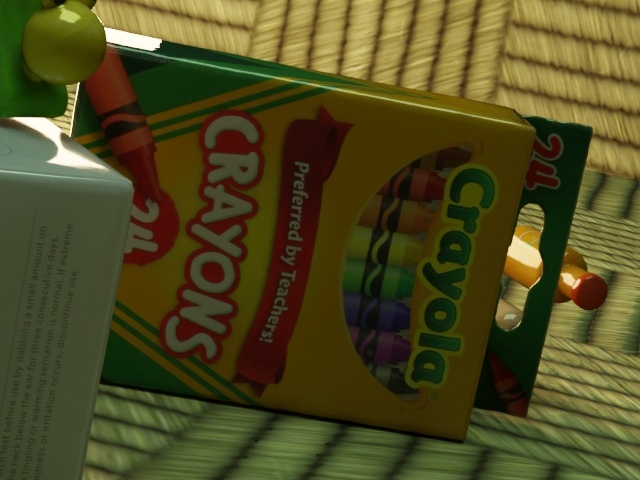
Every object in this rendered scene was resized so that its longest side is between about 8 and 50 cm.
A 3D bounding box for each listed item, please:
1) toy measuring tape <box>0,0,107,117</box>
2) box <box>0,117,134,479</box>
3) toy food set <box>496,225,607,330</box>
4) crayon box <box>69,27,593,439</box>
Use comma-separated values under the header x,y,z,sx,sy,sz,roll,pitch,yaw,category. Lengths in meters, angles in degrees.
x,y,z,sx,sy,sz,roll,pitch,yaw,category
-0.234,-0.146,0.976,0.330,0.121,0.121,18,13,36,toy measuring tape
-0.295,0.009,0.866,0.345,0.168,0.215,6,13,-27,box
0.065,0.038,1.211,0.232,0.111,0.104,9,11,-25,toy food set
0.000,0.000,1.107,0.318,0.202,0.081,9,12,-7,crayon box
